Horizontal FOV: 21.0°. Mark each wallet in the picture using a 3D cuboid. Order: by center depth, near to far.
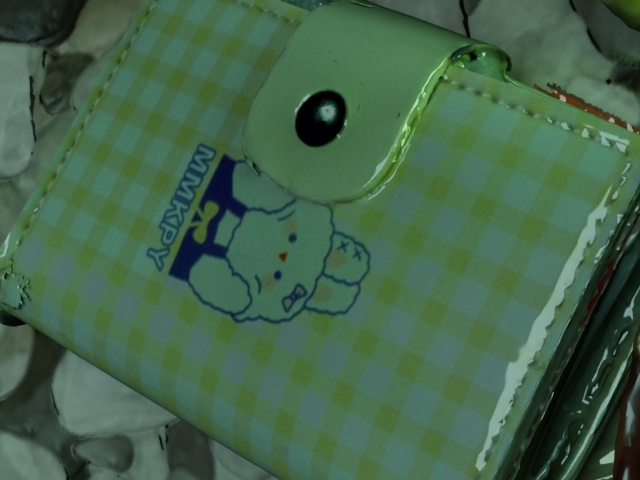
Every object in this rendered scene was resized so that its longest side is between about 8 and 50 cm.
[{"bbox_3d":[0.000,0.000,0.784,0.309,0.077,0.223,27,94,34],"label":"wallet"}]

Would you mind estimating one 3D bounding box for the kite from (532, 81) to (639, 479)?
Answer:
[{"bbox_3d":[0.141,0.101,0.725,0.327,0.013,0.378,-17,70,22],"label":"kite"}]

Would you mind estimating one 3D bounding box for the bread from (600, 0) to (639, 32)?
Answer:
[{"bbox_3d":[0.232,-0.163,0.661,0.288,0.152,0.119,-10,80,26],"label":"bread"}]

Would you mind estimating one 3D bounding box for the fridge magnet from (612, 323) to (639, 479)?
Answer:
[{"bbox_3d":[0.275,0.085,0.573,0.363,0.155,0.364,-4,79,21],"label":"fridge magnet"}]
